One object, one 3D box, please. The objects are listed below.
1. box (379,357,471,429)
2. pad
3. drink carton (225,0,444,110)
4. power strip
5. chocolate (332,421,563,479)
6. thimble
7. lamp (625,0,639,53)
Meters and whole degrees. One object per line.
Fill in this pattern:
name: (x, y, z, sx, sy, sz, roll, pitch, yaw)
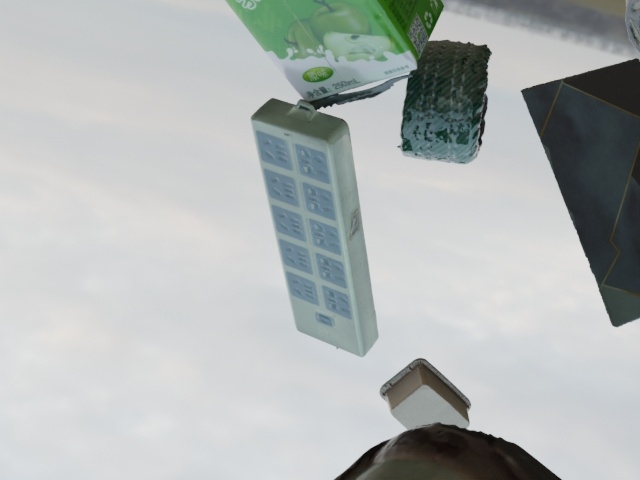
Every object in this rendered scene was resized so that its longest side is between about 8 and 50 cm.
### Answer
box: (0.154, 0.239, 1.675, 0.122, 0.089, 0.062, 43, -163, -21)
pad: (0.297, -0.052, 1.132, 0.164, 0.243, 0.004, -19, 176, -29)
drink carton: (-0.008, -0.269, 1.144, 0.161, 0.108, 0.271, -12, 132, 37)
power strip: (0.000, 0.000, 1.317, 0.106, 0.367, 0.043, 20, -129, 29)
chocolate: (0.097, 0.319, 1.020, 0.284, 0.283, 0.186, 22, -144, 31)
thimble: (0.139, -0.151, 1.297, 0.090, 0.118, 0.135, 8, -131, 9)
lamp: (0.493, -0.304, 1.512, 0.227, 0.226, 0.227, 14, -168, -3)
